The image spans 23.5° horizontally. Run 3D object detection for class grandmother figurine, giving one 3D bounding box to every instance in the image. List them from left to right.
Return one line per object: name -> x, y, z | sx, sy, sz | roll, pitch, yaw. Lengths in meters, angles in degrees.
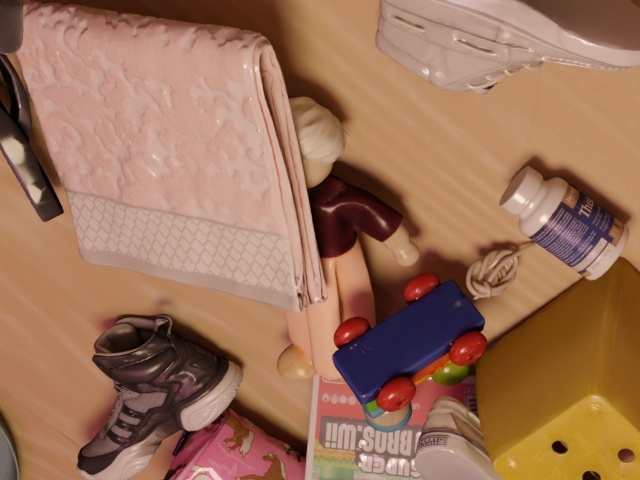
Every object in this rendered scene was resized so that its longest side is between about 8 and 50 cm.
grandmother figurine -> 0.000, 0.000, 1.603 | 0.208, 0.104, 0.342 | -3, 127, 12

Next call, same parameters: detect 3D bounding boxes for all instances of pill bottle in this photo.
pill bottle -> 0.239, -0.020, 1.516 | 0.120, 0.067, 0.067 | 35, 129, -7

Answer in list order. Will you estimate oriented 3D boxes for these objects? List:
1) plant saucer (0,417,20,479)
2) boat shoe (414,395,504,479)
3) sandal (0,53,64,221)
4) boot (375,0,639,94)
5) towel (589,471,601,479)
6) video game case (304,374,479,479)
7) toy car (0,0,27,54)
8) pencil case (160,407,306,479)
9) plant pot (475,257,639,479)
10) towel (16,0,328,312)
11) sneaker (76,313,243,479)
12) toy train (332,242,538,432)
plant saucer -> -0.535, 0.256, 2.029 | 0.317, 0.044, 0.317 | 10, 127, 13
boat shoe -> 0.197, 0.258, 1.635 | 0.095, 0.084, 0.258 | -15, 132, 33
sandal -> -0.332, -0.140, 1.640 | 0.054, 0.097, 0.254 | -28, 118, -4
boot -> 0.174, -0.186, 1.413 | 0.258, 0.095, 0.123 | 23, 136, 14
towel -> 0.180, 0.376, 1.732 | 0.324, 0.056, 0.312 | 20, 90, 4
video game case -> 0.082, 0.284, 1.711 | 0.204, 0.025, 0.285 | 5, 90, 11
toy car -> -0.291, -0.255, 1.444 | 0.155, 0.188, 0.149 | 12, 154, 16
pencil case -> -0.016, 0.364, 1.840 | 0.386, 0.160, 0.167 | 36, 158, -8
plant pot -> 0.285, 0.186, 1.551 | 0.212, 0.187, 0.212 | 44, 120, -9
towel -> -0.159, -0.085, 1.566 | 0.332, 0.053, 0.317 | 13, 129, 33
sneaker -> -0.227, 0.180, 1.823 | 0.268, 0.101, 0.153 | -34, 107, 30
toy train -> 0.137, 0.103, 1.613 | 0.105, 0.248, 0.143 | 53, 169, 29
